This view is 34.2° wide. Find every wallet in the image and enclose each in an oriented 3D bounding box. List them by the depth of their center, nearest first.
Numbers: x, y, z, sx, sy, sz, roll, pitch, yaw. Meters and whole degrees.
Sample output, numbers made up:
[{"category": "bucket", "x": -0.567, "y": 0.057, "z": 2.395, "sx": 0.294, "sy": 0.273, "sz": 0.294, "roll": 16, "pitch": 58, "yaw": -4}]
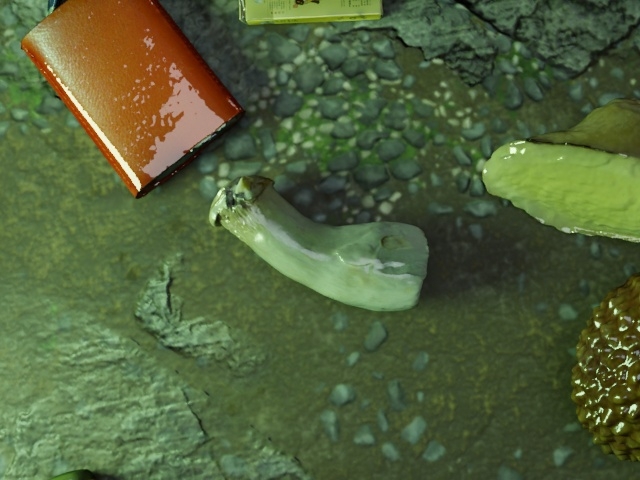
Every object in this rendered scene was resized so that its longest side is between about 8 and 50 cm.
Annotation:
[{"category": "wallet", "x": -0.190, "y": -0.163, "z": 1.058, "sx": 0.142, "sy": 0.045, "sz": 0.204, "roll": -38, "pitch": 84, "yaw": -1}]

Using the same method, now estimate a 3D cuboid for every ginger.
[{"category": "ginger", "x": 0.262, "y": -0.087, "z": 1.025, "sx": 0.193, "sy": 0.115, "sz": 0.123, "roll": 11, "pitch": 62, "yaw": 10}]

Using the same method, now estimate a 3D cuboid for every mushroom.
[{"category": "mushroom", "x": -0.002, "y": 0.004, "z": 1.020, "sx": 0.223, "sy": 0.081, "sz": 0.092, "roll": 20, "pitch": 103, "yaw": 5}]

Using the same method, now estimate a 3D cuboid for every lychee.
[{"category": "lychee", "x": 0.337, "y": 0.104, "z": 0.946, "sx": 0.200, "sy": 0.200, "sz": 0.238, "roll": 44, "pitch": 108, "yaw": 5}]

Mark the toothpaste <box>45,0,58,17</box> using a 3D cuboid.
[{"category": "toothpaste", "x": -0.263, "y": -0.295, "z": 1.082, "sx": 0.021, "sy": 0.037, "sz": 0.140, "roll": 18, "pitch": 80, "yaw": -22}]

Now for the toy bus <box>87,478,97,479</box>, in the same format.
[{"category": "toy bus", "x": -0.324, "y": 0.348, "z": 0.931, "sx": 0.331, "sy": 0.151, "sz": 0.145, "roll": -31, "pitch": 86, "yaw": 12}]

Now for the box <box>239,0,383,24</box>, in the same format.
[{"category": "box", "x": -0.010, "y": -0.262, "z": 1.078, "sx": 0.149, "sy": 0.020, "sz": 0.073, "roll": -2, "pitch": 84, "yaw": 1}]

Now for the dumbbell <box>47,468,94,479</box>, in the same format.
[{"category": "dumbbell", "x": -0.232, "y": 0.282, "z": 1.009, "sx": 0.052, "sy": 0.046, "sz": 0.118, "roll": -17, "pitch": 83, "yaw": -6}]
